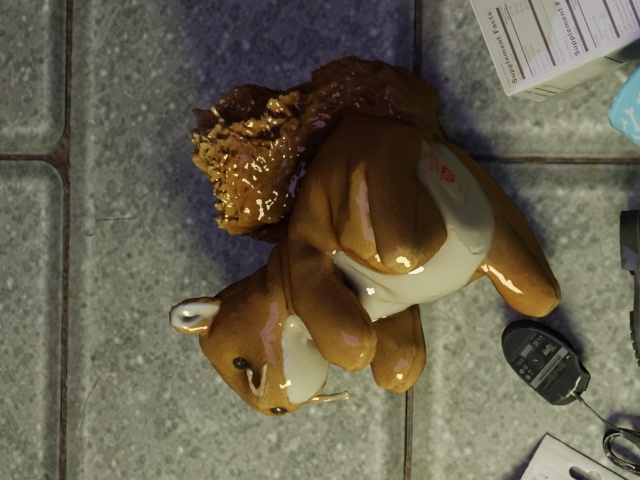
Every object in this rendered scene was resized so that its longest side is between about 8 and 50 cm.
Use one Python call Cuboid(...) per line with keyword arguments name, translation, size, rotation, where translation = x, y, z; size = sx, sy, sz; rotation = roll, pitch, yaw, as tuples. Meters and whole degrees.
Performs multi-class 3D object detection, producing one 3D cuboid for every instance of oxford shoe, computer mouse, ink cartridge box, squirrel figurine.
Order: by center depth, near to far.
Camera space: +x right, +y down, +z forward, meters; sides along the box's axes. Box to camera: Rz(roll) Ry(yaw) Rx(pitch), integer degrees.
Cuboid(name="oxford shoe", translation=(0.377, 0.077, 1.380), size=(0.096, 0.083, 0.227), rotation=(-6, 90, 20))
Cuboid(name="computer mouse", translation=(0.300, 0.176, 1.446), size=(0.242, 0.041, 0.071), rotation=(44, 117, 11))
Cuboid(name="ink cartridge box", translation=(0.273, 0.333, 1.466), size=(0.145, 0.045, 0.179), rotation=(29, 84, 22))
Cuboid(name="squirrel figurine", translation=(0.000, 0.000, 1.489), size=(0.370, 0.281, 0.397), rotation=(-38, 61, 31))

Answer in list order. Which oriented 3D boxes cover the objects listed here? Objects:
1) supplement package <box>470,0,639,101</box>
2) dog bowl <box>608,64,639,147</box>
Cuboid(name="supplement package", translation=(0.300, -0.256, 1.376), size=(0.244, 0.139, 0.134), rotation=(-22, 83, 23))
Cuboid(name="dog bowl", translation=(0.424, -0.185, 1.289), size=(0.297, 0.166, 0.074), rotation=(-46, 62, 26))
